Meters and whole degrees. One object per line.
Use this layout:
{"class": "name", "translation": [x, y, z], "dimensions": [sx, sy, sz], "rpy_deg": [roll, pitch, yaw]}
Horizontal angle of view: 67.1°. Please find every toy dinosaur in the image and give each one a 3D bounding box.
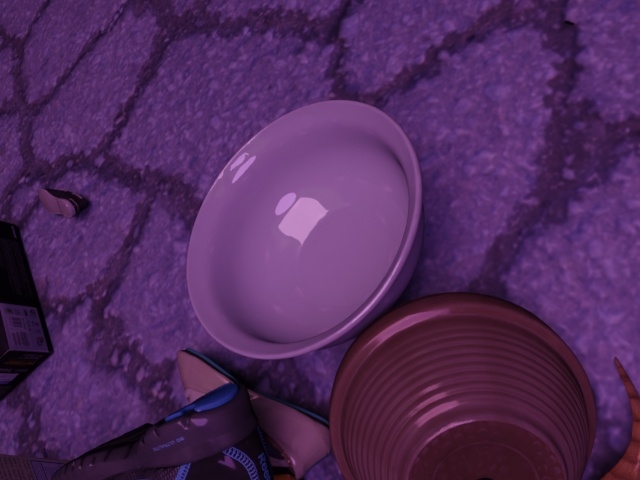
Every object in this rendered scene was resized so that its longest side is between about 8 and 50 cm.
{"class": "toy dinosaur", "translation": [0.262, 0.220, 0.410], "dimensions": [0.112, 0.064, 0.211], "rpy_deg": [29, 89, 32]}

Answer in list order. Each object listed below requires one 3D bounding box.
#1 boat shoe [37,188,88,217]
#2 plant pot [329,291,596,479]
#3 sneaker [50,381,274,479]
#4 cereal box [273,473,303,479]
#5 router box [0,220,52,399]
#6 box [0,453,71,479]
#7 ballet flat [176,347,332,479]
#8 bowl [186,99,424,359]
{"class": "boat shoe", "translation": [-0.475, -0.074, 0.886], "dimensions": [0.125, 0.038, 0.046], "rpy_deg": [13, 123, 35]}
{"class": "plant pot", "translation": [0.122, 0.171, 0.404], "dimensions": [0.237, 0.110, 0.237], "rpy_deg": [1, 101, 4]}
{"class": "sneaker", "translation": [-0.183, 0.273, 0.528], "dimensions": [0.341, 0.125, 0.139], "rpy_deg": [-32, 81, 36]}
{"class": "cereal box", "translation": [-0.106, 0.386, 0.515], "dimensions": [0.173, 0.047, 0.240], "rpy_deg": [-15, 48, 22]}
{"class": "router box", "translation": [-0.633, 0.145, 0.877], "dimensions": [0.243, 0.081, 0.309], "rpy_deg": [-40, 62, 11]}
{"class": "box", "translation": [-0.443, 0.380, 0.589], "dimensions": [0.213, 0.243, 0.117], "rpy_deg": [-38, 60, -8]}
{"class": "ballet flat", "translation": [-0.102, 0.207, 0.581], "dimensions": [0.248, 0.086, 0.086], "rpy_deg": [16, 83, 30]}
{"class": "bowl", "translation": [0.000, 0.000, 0.552], "dimensions": [0.298, 0.134, 0.298], "rpy_deg": [-17, 58, 29]}
